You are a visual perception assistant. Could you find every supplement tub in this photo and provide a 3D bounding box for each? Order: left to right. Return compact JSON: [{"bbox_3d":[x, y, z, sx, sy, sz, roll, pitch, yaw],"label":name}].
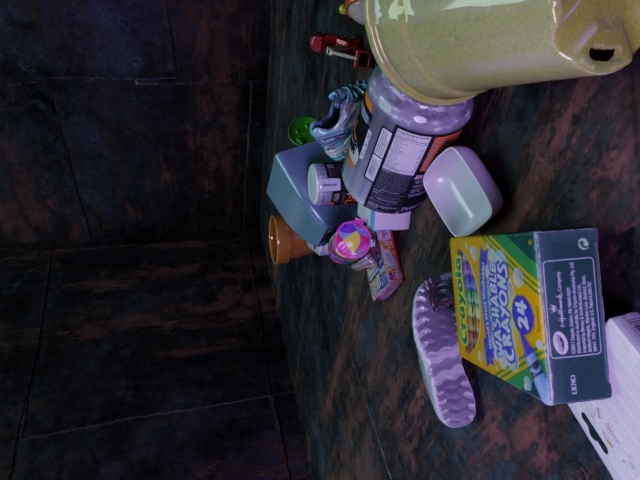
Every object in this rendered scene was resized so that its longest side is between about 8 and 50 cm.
[{"bbox_3d":[0.068,-0.154,1.331,0.117,0.191,0.116,176,90,-77],"label":"supplement tub"},{"bbox_3d":[0.162,-0.210,0.940,0.316,0.194,0.193,108,154,-54],"label":"supplement tub"}]

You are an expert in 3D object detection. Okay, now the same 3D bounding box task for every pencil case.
[{"bbox_3d":[0.074,0.008,1.299,0.236,0.105,0.104,129,136,-81],"label":"pencil case"}]

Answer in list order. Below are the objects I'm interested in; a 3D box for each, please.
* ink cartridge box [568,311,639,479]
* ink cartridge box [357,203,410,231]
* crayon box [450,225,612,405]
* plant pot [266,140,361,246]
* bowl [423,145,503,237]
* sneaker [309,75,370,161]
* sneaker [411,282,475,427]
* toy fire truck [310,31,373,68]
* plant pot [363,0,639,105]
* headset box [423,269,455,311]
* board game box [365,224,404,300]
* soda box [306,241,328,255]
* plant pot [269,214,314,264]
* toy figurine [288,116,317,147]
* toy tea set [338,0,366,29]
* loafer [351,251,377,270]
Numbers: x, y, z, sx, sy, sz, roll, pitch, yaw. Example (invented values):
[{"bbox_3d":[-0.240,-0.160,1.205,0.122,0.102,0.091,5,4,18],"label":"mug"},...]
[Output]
[{"bbox_3d":[0.367,0.195,0.586,0.179,0.045,0.145,86,169,-46],"label":"ink cartridge box"},{"bbox_3d":[0.151,-0.090,1.222,0.143,0.092,0.089,-125,34,-63],"label":"ink cartridge box"},{"bbox_3d":[0.273,0.090,0.727,0.323,0.083,0.202,165,101,-85],"label":"crayon box"},{"bbox_3d":[0.010,-0.131,1.494,0.252,0.247,0.248,64,160,15],"label":"plant pot"},{"bbox_3d":[0.250,-0.087,0.859,0.142,0.053,0.142,61,159,12],"label":"bowl"},{"bbox_3d":[0.091,-0.311,1.125,0.283,0.122,0.110,-46,34,17],"label":"sneaker"},{"bbox_3d":[0.228,0.221,0.993,0.115,0.105,0.281,117,150,-76],"label":"sneaker"},{"bbox_3d":[0.056,-0.531,1.379,0.135,0.192,0.047,-66,-14,-53],"label":"toy fire truck"},{"bbox_3d":[0.233,-0.289,0.578,0.254,0.276,0.275,34,128,57],"label":"plant pot"},{"bbox_3d":[0.246,0.092,0.945,0.032,0.083,0.062,40,-146,-57],"label":"headset box"},{"bbox_3d":[0.159,0.046,1.329,0.146,0.045,0.193,114,149,-62],"label":"board game box"},{"bbox_3d":[0.000,0.000,1.898,0.216,0.069,0.073,-144,50,-73],"label":"soda box"},{"bbox_3d":[-0.106,-0.008,2.068,0.205,0.188,0.205,176,90,-75],"label":"plant pot"},{"bbox_3d":[-0.044,-0.369,1.947,0.173,0.130,0.159,54,169,18],"label":"toy figurine"},{"bbox_3d":[0.172,-0.443,0.837,0.336,0.200,0.124,176,97,-71],"label":"toy tea set"},{"bbox_3d":[0.116,0.065,1.327,0.039,0.045,0.125,46,163,1],"label":"loafer"}]
